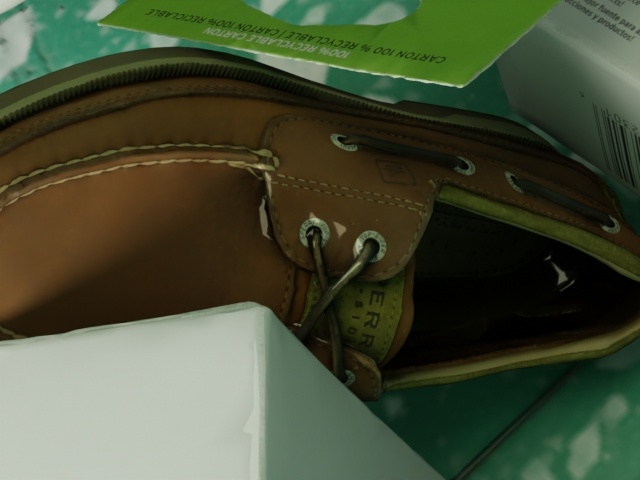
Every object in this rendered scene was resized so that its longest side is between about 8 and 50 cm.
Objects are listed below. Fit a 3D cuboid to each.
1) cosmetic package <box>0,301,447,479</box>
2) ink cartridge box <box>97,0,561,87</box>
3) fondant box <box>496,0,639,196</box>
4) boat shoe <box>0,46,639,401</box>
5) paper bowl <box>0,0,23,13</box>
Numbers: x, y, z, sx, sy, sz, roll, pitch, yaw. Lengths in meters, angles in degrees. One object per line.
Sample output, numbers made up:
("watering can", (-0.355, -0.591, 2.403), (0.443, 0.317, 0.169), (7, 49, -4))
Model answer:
("cosmetic package", (-0.038, 0.172, 0.649), (0.138, 0.224, 0.224), (-9, 62, 21))
("ink cartridge box", (0.048, -0.173, 0.685), (0.189, 0.097, 0.255), (15, 47, 41))
("fondant box", (0.261, -0.126, 0.728), (0.330, 0.096, 0.238), (-44, 58, -12))
("boat shoe", (0.000, 0.000, 0.683), (0.104, 0.307, 0.110), (42, 127, 45))
("paper bowl", (-0.180, -0.218, 0.910), (0.284, 0.148, 0.284), (-29, 41, 28))
